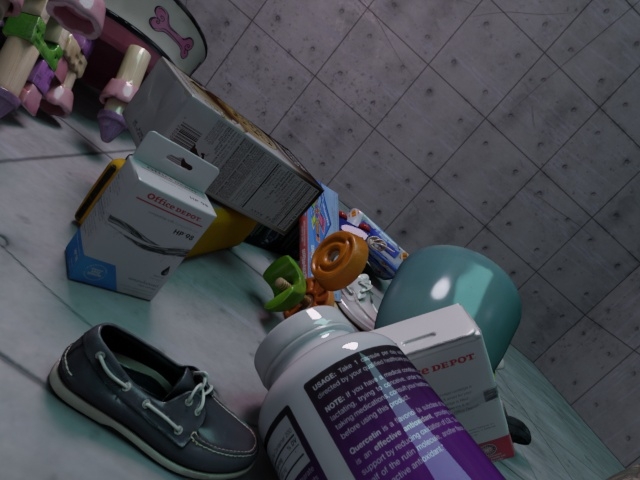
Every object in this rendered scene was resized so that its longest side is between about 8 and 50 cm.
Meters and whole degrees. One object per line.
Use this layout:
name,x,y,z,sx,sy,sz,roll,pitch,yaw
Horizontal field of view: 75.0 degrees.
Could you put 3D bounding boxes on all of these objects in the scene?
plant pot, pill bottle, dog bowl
plant pot,0.247,0.192,0.884,0.293,0.293,0.235,42,43,6
pill bottle,0.056,0.221,0.411,0.181,0.181,0.323,27,19,-49
dog bowl,-0.469,-0.449,0.914,0.408,0.150,0.408,19,-8,3

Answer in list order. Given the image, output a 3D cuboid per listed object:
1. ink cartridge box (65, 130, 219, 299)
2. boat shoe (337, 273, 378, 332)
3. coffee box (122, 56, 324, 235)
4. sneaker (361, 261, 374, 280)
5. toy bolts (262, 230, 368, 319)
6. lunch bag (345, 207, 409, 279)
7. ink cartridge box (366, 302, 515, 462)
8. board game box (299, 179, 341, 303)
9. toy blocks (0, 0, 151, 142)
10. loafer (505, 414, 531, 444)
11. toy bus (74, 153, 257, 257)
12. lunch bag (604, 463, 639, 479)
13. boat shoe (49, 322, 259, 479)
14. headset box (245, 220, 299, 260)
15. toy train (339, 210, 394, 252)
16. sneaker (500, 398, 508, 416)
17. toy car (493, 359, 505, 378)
ink cartridge box,-0.201,-0.023,0.491,0.104,0.180,0.060,28,17,-44
boat shoe,0.085,0.122,1.052,0.277,0.096,0.098,48,12,29
coffee box,-0.152,-0.145,0.702,0.297,0.119,0.168,29,17,-48
sneaker,0.048,0.035,1.267,0.270,0.090,0.145,29,19,-36
toy bolts,0.025,0.125,0.678,0.158,0.218,0.228,40,29,-35
lunch bag,0.176,0.016,1.513,0.303,0.115,0.243,40,-10,-3
ink cartridge box,0.168,0.222,0.607,0.092,0.158,0.218,-93,163,-71
board game box,0.000,0.000,0.984,0.145,0.027,0.281,25,60,-55
toy blocks,-0.461,-0.283,0.632,0.308,0.260,0.288,15,-14,-8
loafer,0.432,0.459,1.008,0.223,0.076,0.078,34,51,-25
toy bus,-0.222,-0.047,0.688,0.130,0.108,0.332,44,12,6
lunch bag,0.455,0.469,0.624,0.287,0.235,0.169,28,20,-46
boat shoe,-0.131,0.146,0.377,0.206,0.065,0.075,37,12,-17
headset box,-0.143,-0.096,1.047,0.283,0.131,0.246,26,20,-52
toy train,0.120,0.021,1.355,0.248,0.105,0.143,30,-28,19
sneaker,0.466,0.483,1.104,0.042,0.067,0.118,-14,86,-78
toy car,0.436,0.374,1.193,0.136,0.159,0.182,7,10,7
